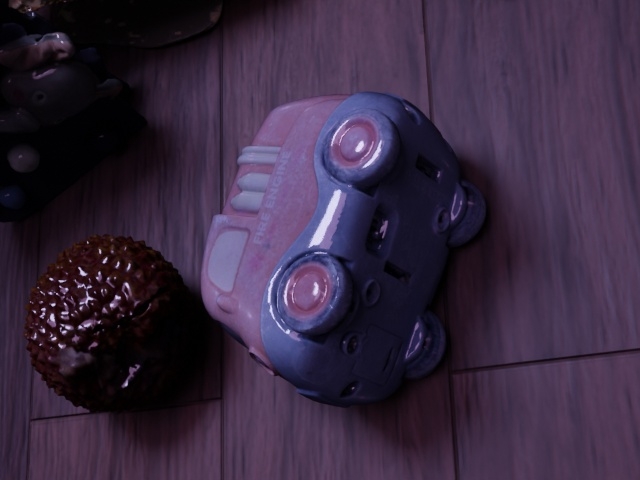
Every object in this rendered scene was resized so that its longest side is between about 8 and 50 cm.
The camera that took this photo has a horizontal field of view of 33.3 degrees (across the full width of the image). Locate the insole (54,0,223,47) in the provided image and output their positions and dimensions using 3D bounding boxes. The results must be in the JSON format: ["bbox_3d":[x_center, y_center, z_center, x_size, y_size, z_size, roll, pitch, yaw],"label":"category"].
[{"bbox_3d":[-0.228,-0.272,1.315,0.248,0.011,0.081,4,73,27],"label":"insole"}]

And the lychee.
[{"bbox_3d":[-0.220,0.083,1.111,0.188,0.188,0.188,-8,71,23],"label":"lychee"}]

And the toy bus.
[{"bbox_3d":[0.000,0.000,1.026,0.232,0.197,0.294,11,80,38],"label":"toy bus"}]

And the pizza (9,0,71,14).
[{"bbox_3d":[-0.351,-0.346,1.165,0.440,0.130,0.406,36,69,29],"label":"pizza"}]

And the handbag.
[{"bbox_3d":[-0.347,-0.146,1.151,0.269,0.326,0.118,-33,67,14],"label":"handbag"}]
